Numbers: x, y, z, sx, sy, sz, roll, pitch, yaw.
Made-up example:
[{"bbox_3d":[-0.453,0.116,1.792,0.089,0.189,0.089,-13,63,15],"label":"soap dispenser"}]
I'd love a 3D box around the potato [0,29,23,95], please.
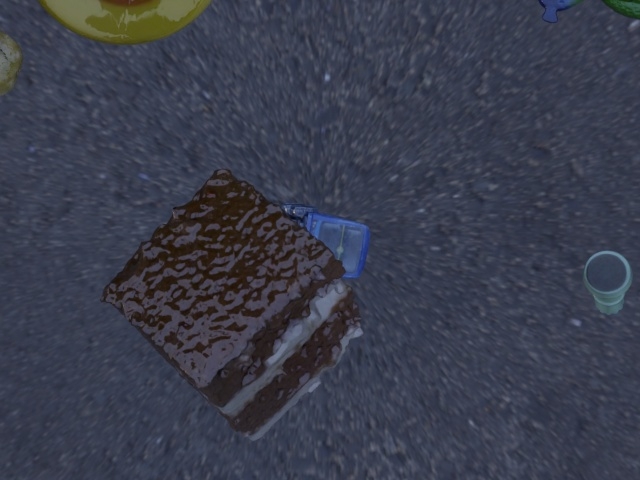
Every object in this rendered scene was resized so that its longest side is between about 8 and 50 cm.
[{"bbox_3d":[-0.470,-0.242,1.703,0.171,0.080,0.107,18,122,4],"label":"potato"}]

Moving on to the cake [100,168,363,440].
[{"bbox_3d":[-0.056,0.053,0.926,0.135,0.147,0.134,-43,56,-12],"label":"cake"}]

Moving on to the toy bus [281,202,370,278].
[{"bbox_3d":[0.002,-0.003,1.549,0.094,0.236,0.079,4,93,-7],"label":"toy bus"}]

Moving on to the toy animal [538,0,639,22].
[{"bbox_3d":[0.254,-0.190,0.897,0.217,0.041,0.075,-4,95,-11],"label":"toy animal"}]

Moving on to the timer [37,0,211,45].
[{"bbox_3d":[-0.227,-0.303,0.818,0.376,0.376,0.386,10,118,0],"label":"timer"}]

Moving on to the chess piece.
[{"bbox_3d":[0.255,0.042,1.151,0.042,0.093,0.042,-5,69,13],"label":"chess piece"}]
